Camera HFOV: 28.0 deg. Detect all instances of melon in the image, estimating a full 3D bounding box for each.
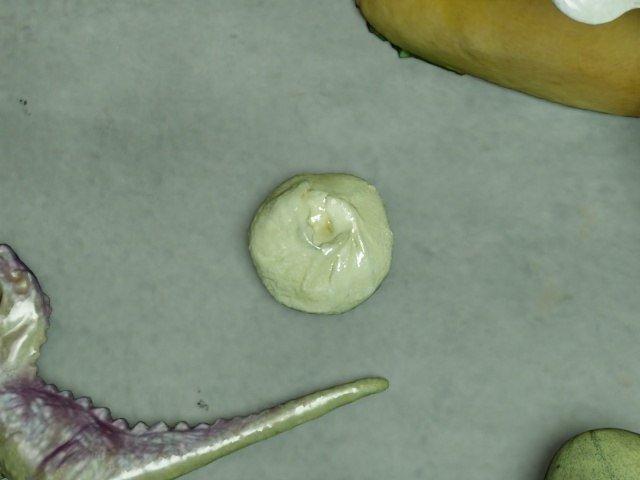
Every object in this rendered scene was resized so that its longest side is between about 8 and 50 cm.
[{"bbox_3d":[0.160,0.158,0.648,0.098,0.098,0.131,-19,77,3],"label":"melon"}]

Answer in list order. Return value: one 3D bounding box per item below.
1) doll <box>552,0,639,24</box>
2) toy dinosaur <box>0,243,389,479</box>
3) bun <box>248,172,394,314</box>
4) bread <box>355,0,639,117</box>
[{"bbox_3d":[0.267,-0.140,0.633,0.348,0.161,0.423,43,64,-18],"label":"doll"},{"bbox_3d":[-0.119,0.112,0.708,0.251,0.072,0.200,19,71,20],"label":"toy dinosaur"},{"bbox_3d":[0.000,0.000,0.722,0.086,0.055,0.086,-1,79,6],"label":"bun"},{"bbox_3d":[0.143,-0.175,0.701,0.251,0.133,0.174,15,81,9],"label":"bread"}]
